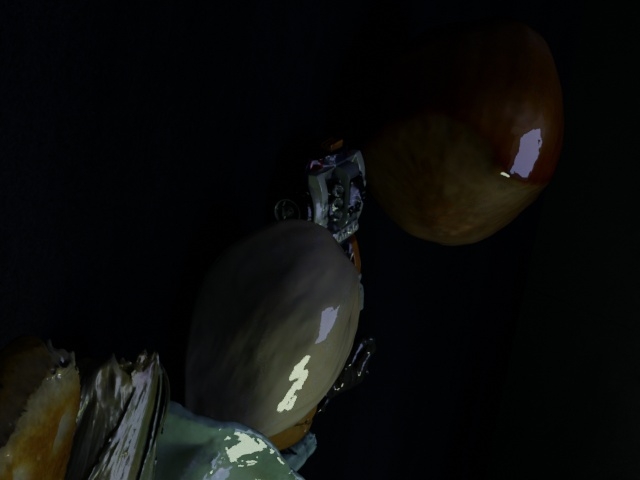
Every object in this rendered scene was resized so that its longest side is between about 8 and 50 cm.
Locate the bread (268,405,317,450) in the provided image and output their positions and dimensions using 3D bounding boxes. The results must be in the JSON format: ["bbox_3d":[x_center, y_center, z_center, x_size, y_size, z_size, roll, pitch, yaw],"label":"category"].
[{"bbox_3d":[-0.064,0.256,2.048,0.189,0.077,0.114,7,117,-60],"label":"bread"}]

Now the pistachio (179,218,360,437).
[{"bbox_3d":[-0.071,0.128,1.822,0.226,0.208,0.331,21,100,-27],"label":"pistachio"}]

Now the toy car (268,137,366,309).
[{"bbox_3d":[0.002,-0.001,2.042,0.193,0.118,0.301,-33,132,-59],"label":"toy car"}]

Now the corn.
[{"bbox_3d":[-0.242,0.264,1.521,0.122,0.123,0.305,126,-27,-86],"label":"corn"}]

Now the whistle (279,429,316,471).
[{"bbox_3d":[-0.093,0.364,2.107,0.312,0.062,0.062,-37,137,-60],"label":"whistle"}]

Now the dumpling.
[{"bbox_3d":[-0.163,0.314,1.699,0.270,0.211,0.320,-33,164,-12],"label":"dumpling"}]

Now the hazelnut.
[{"bbox_3d":[0.219,-0.176,2.206,0.366,0.366,0.365,14,90,-70],"label":"hazelnut"}]

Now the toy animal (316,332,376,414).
[{"bbox_3d":[0.027,0.206,2.327,0.233,0.085,0.148,-29,142,-65],"label":"toy animal"}]

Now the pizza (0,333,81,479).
[{"bbox_3d":[-0.353,0.334,1.319,0.406,0.130,0.440,99,11,-50],"label":"pizza"}]
